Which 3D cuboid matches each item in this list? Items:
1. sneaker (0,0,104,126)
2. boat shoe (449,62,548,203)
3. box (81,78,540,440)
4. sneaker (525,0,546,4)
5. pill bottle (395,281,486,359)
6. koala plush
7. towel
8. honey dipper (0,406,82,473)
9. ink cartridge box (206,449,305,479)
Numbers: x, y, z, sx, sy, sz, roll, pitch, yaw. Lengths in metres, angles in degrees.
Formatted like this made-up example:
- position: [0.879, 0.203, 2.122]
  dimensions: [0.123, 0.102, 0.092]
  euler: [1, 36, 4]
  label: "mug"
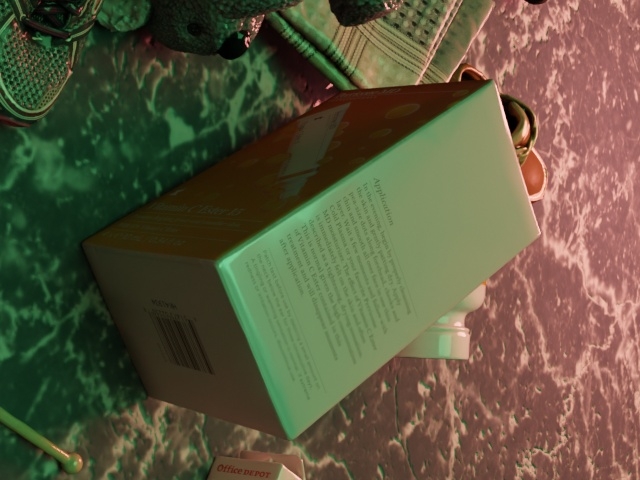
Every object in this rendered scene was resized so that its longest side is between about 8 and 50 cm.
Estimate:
- position: [-0.203, -0.233, 0.844]
  dimensions: [0.120, 0.112, 0.299]
  euler: [13, 97, -52]
  label: "sneaker"
- position: [0.211, -0.126, 1.358]
  dimensions: [0.324, 0.119, 0.123]
  euler: [28, 67, -46]
  label: "boat shoe"
- position: [0.000, 0.000, 0.981]
  dimensions: [0.345, 0.215, 0.168]
  euler: [-34, 114, -34]
  label: "box"
- position: [0.281, -0.459, 1.458]
  dimensions: [0.182, 0.127, 0.316]
  euler: [-45, 123, -44]
  label: "sneaker"
- position: [0.122, 0.012, 1.230]
  dimensions: [0.136, 0.136, 0.246]
  euler: [9, 80, -50]
  label: "pill bottle"
- position: [-0.080, -0.245, 0.953]
  dimensions: [0.196, 0.221, 0.203]
  euler: [-11, 74, -49]
  label: "koala plush"
- position: [0.056, -0.311, 1.176]
  dimensions: [0.324, 0.056, 0.312]
  euler: [42, 56, -22]
  label: "towel"
- position: [-0.247, 0.149, 0.865]
  dimensions: [0.161, 0.030, 0.030]
  euler: [50, 52, -39]
  label: "honey dipper"
- position: [-0.061, 0.276, 1.029]
  dimensions: [0.090, 0.092, 0.143]
  euler: [45, 56, -39]
  label: "ink cartridge box"
